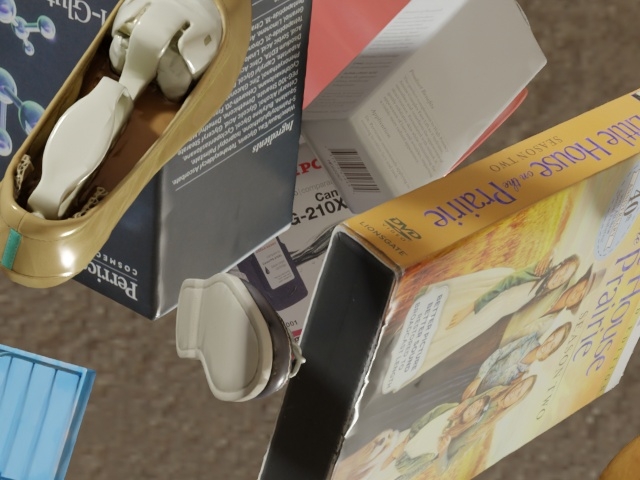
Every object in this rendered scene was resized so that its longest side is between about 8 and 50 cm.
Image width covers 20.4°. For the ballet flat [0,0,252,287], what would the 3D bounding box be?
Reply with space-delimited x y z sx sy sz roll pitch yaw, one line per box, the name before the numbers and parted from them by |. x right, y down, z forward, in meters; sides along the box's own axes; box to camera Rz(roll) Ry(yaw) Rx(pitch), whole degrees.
ballet flat | -0.097 -0.077 0.939 0.080 0.073 0.232 26 63 3

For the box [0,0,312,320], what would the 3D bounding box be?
box | -0.183 -0.186 1.515 0.212 0.293 0.395 -37 142 -44

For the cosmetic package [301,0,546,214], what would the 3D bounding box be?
cosmetic package | 0.095 -0.139 1.641 0.231 0.085 0.117 -46 120 -28

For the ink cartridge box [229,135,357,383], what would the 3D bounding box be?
ink cartridge box | 0.000 0.000 1.748 0.237 0.172 0.100 66 22 -18

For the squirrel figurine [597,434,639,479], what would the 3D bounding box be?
squirrel figurine | 0.354 0.176 1.123 0.370 0.397 0.281 -34 109 -52

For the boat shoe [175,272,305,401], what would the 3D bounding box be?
boat shoe | -0.041 0.058 1.114 0.065 0.206 0.075 6 93 -17

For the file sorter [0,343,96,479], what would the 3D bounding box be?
file sorter | -0.299 0.146 1.565 0.104 0.170 0.118 22 81 -39

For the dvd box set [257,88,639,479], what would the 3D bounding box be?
dvd box set | 0.133 0.059 1.328 0.420 0.062 0.307 -24 142 -43

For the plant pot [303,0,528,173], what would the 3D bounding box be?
plant pot | 0.048 -0.166 1.956 0.243 0.275 0.275 50 52 -3
